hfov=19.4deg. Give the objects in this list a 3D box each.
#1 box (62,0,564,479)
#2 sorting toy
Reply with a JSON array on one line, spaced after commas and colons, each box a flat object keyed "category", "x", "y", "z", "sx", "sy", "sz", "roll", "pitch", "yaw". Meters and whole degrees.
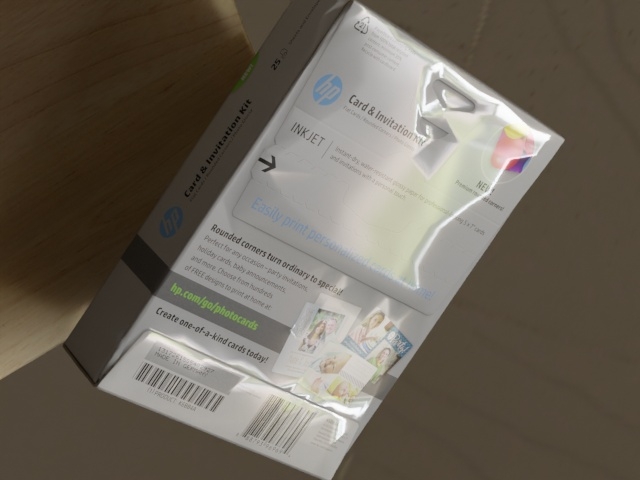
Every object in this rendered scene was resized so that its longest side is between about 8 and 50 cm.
[{"category": "box", "x": 0.000, "y": 0.000, "z": 0.790, "sx": 0.186, "sy": 0.145, "sz": 0.038, "roll": -56, "pitch": -138, "yaw": 8}, {"category": "sorting toy", "x": -0.171, "y": -0.075, "z": 0.793, "sx": 0.257, "sy": 0.089, "sz": 0.255, "roll": -32, "pitch": -61, "yaw": -20}]
